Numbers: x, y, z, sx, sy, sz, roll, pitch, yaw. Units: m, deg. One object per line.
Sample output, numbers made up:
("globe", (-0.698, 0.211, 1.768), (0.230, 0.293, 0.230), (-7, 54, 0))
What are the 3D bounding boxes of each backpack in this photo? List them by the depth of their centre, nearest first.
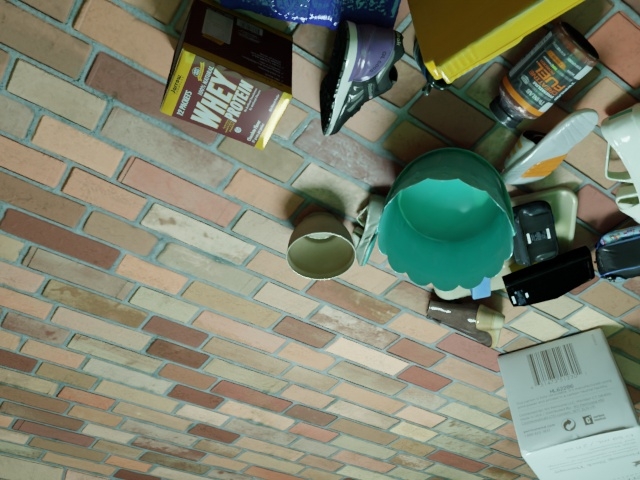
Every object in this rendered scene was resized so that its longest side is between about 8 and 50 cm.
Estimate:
("backpack", (0.755, 0.038, 1.523), (0.158, 0.117, 0.173), (-16, 166, 16))

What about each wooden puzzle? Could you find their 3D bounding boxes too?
("wooden puzzle", (0.449, 0.033, 1.531), (0.348, 0.080, 0.322), (-9, 136, 8))

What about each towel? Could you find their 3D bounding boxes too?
("towel", (-0.003, -0.465, 1.006), (0.308, 0.076, 0.227), (6, 132, -11))

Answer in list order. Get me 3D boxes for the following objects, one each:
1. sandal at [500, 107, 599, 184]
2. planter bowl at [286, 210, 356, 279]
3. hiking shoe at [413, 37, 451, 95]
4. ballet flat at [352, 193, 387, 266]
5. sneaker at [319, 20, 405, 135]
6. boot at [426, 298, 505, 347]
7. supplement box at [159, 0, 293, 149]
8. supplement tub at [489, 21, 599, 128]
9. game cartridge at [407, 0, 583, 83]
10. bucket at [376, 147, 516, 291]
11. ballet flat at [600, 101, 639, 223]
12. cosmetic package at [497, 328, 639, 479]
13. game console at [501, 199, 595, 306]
("sandal", (0.467, -0.205, 1.284), (0.102, 0.076, 0.265), (3, 151, -23))
("planter bowl", (0.000, 0.000, 1.458), (0.162, 0.109, 0.162), (-1, 137, -1))
("hiking shoe", (0.296, -0.374, 1.063), (0.113, 0.132, 0.304), (29, 128, -28))
("ballet flat", (0.112, -0.027, 1.478), (0.068, 0.072, 0.213), (29, 134, 8))
("sneaker", (0.075, -0.278, 1.137), (0.124, 0.107, 0.283), (0, 159, -12))
("boot", (0.404, 0.225, 1.742), (0.207, 0.090, 0.248), (11, 159, 15))
("supplement box", (-0.159, -0.294, 1.084), (0.191, 0.194, 0.129), (18, 133, -20))
("supplement tub", (0.412, -0.302, 1.162), (0.106, 0.106, 0.198), (23, 131, -24))
("game cartridge", (0.288, -0.398, 0.929), (0.324, 0.285, 0.053), (-30, 129, 26))
("bucket", (0.267, -0.051, 1.314), (0.281, 0.183, 0.281), (7, 123, 11))
("ballet flat", (0.700, -0.135, 1.351), (0.139, 0.139, 0.400), (-22, 129, 19))
("cosmetic package", (0.782, 0.536, 1.891), (0.329, 0.327, 0.393), (-22, 134, 19))
("game console", (0.525, 0.030, 1.461), (0.213, 0.044, 0.361), (-22, 135, 11))
